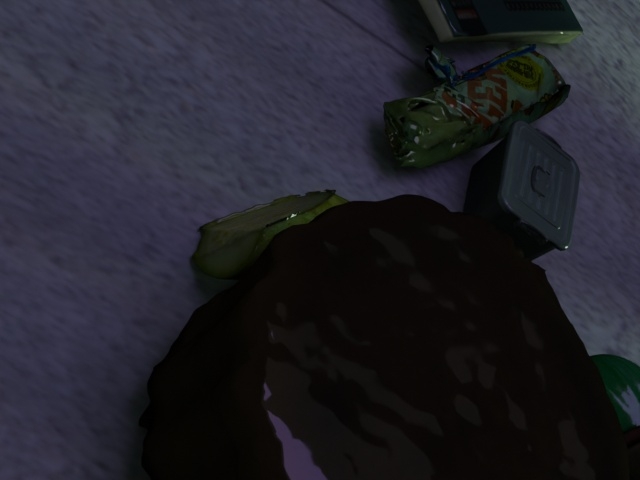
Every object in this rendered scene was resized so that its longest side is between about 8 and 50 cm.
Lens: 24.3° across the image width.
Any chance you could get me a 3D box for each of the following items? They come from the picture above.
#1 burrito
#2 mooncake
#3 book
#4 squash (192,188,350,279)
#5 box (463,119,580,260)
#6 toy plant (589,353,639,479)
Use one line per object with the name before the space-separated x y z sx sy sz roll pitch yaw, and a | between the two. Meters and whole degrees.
burrito | 0.136 -0.136 1.358 0.288 0.054 0.104 -28 83 -48
mooncake | 0.041 0.143 0.991 0.324 0.187 0.324 21 52 -28
book | 0.110 -0.358 1.483 0.264 0.031 0.379 -13 72 -52
squash | -0.001 -0.003 1.134 0.200 0.090 0.075 7 63 -47
box | 0.175 -0.036 1.316 0.084 0.069 0.122 34 45 -18
toy plant | 0.266 0.161 1.247 0.143 0.105 0.200 5 49 -49
